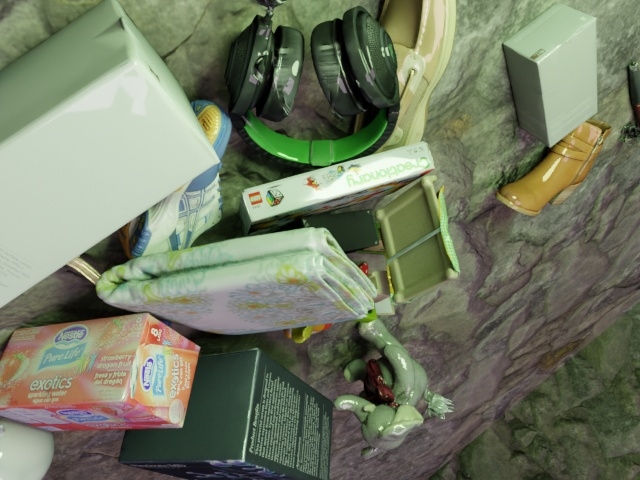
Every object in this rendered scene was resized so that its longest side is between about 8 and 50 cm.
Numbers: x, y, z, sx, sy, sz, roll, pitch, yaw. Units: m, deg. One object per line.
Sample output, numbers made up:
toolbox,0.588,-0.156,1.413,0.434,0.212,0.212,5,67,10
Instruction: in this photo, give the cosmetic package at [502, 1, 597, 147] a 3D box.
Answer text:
cosmetic package,0.449,-0.311,0.903,0.127,0.107,0.238,-36,136,4

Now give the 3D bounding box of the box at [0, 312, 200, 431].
box,-0.379,0.228,0.783,0.300,0.142,0.154,-10,143,20

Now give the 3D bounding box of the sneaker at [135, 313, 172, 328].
sneaker,-0.341,0.204,0.928,0.082,0.069,0.209,6,122,-48

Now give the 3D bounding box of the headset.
headset,-0.017,-0.206,0.603,0.243,0.185,0.394,-2,151,6

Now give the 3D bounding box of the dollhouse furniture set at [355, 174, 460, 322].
dollhouse furniture set,0.179,0.030,0.906,0.151,0.197,0.301,5,154,-32

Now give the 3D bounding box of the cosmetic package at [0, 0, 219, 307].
cosmetic package,-0.336,-0.089,0.546,0.385,0.217,0.156,-31,138,1

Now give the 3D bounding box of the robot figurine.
robot figurine,-0.644,0.425,0.857,0.353,0.200,0.300,-40,177,9

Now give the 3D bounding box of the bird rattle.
bird rattle,0.007,0.145,1.088,0.253,0.143,0.207,-17,150,-36

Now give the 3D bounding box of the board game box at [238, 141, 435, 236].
board game box,0.015,-0.083,0.798,0.305,0.053,0.193,-17,178,-13

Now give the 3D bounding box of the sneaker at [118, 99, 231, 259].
sneaker,-0.202,-0.085,0.727,0.131,0.112,0.296,6,136,-45

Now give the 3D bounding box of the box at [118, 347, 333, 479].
box,-0.180,0.421,1.052,0.293,0.212,0.395,-11,143,22

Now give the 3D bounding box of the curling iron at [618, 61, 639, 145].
curling iron,0.763,-0.324,1.131,0.068,0.035,0.274,-38,139,6

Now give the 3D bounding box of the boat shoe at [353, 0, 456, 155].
boat shoe,0.115,-0.265,0.722,0.110,0.121,0.341,-17,138,-18

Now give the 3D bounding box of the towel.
towel,-0.116,0.083,0.794,0.374,0.090,0.320,-10,156,16

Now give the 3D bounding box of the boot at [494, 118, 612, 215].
boot,0.546,-0.174,1.084,0.283,0.109,0.220,-7,134,-30

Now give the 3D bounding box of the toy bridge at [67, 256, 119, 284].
toy bridge,-0.353,0.066,0.795,0.026,0.063,0.188,-40,139,9

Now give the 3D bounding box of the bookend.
bookend,0.000,0.000,0.895,0.157,0.072,0.156,-9,174,-33

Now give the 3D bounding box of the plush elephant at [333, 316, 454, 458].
plush elephant,0.157,0.423,1.224,0.255,0.330,0.272,-38,157,-44
